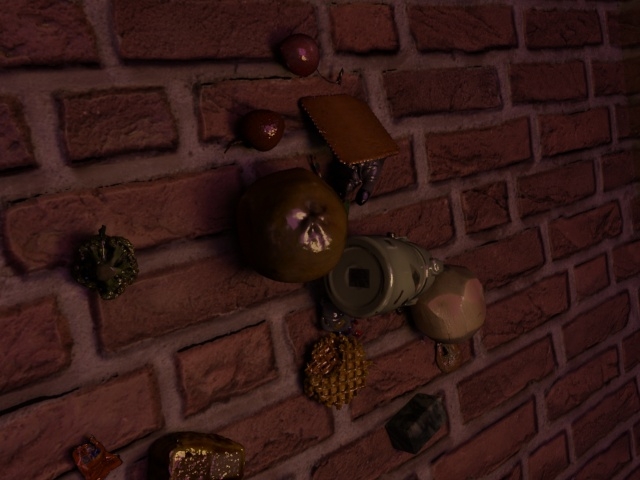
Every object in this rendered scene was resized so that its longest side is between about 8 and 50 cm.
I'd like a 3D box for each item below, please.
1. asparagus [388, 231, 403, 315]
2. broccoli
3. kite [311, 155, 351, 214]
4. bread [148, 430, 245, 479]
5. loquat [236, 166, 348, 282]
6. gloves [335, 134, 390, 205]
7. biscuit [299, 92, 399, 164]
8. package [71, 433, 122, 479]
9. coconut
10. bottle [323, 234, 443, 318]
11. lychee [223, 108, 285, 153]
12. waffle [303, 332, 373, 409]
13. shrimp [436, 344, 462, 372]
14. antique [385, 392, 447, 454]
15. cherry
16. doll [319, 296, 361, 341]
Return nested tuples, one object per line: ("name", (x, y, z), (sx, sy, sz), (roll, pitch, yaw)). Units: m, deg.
("asparagus", (0.218, 0.098, 2.041), (0.024, 0.025, 0.248), (-39, 123, -83))
("broccoli", (-0.428, 0.050, 1.404), (0.131, 0.120, 0.130), (-42, 110, 0))
("kite", (0.030, -0.110, 1.857), (0.198, 0.006, 0.244), (-31, 104, -54))
("bread", (-0.269, 0.519, 1.553), (0.222, 0.096, 0.181), (13, 83, -41))
("loquat", (-0.056, -0.037, 1.630), (0.276, 0.284, 0.276), (1, 88, -22))
("gloves", (0.114, -0.197, 1.896), (0.142, 0.119, 0.285), (53, 43, -15))
("biscuit", (0.081, -0.301, 1.856), (0.237, 0.013, 0.232), (-16, 66, -42))
("package", (-0.456, 0.448, 1.427), (0.077, 0.033, 0.110), (-51, 126, -41))
("coconut", (0.370, 0.170, 2.046), (0.227, 0.227, 0.230), (-32, 120, -37))
("bottle", (0.172, 0.084, 1.867), (0.352, 0.229, 0.229), (-5, 92, -57))
("lychee", (-0.154, -0.261, 1.674), (0.114, 0.140, 0.101), (-5, 88, -80))
("waffle", (0.042, 0.342, 1.828), (0.197, 0.070, 0.193), (21, 89, -35))
("shrimp", (0.388, 0.335, 2.184), (0.099, 0.041, 0.180), (-34, 113, -21))
("antique", (0.287, 0.528, 2.050), (0.183, 0.088, 0.086), (-34, 112, -37))
("cherry", (-0.022, -0.468, 1.803), (0.225, 0.090, 0.107), (5, 70, -51))
("doll", (0.049, 0.210, 1.863), (0.104, 0.062, 0.194), (-46, 130, -12))
